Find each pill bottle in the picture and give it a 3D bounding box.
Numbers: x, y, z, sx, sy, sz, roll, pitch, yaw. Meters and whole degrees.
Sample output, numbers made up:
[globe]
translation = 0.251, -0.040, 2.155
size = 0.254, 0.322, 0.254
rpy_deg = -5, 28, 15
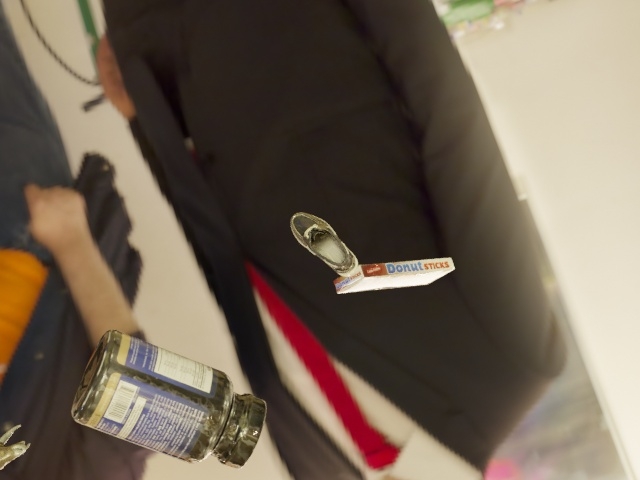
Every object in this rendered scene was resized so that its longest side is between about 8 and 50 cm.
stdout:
[pill bottle]
translation = -0.185, 0.203, 1.477
size = 0.219, 0.122, 0.123
rpy_deg = 24, 152, -14

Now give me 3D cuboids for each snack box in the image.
[snack box]
translation = 0.107, 0.050, 1.698
size = 0.178, 0.022, 0.064
rpy_deg = -4, 161, -39

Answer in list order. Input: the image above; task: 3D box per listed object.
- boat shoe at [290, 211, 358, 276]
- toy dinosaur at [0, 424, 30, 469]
[boat shoe]
translation = 0.000, 0.000, 1.612
size = 0.046, 0.125, 0.038
rpy_deg = -42, 151, 0
[toy dinosaur]
translation = -0.646, 0.358, 1.937
size = 0.314, 0.121, 0.160
rpy_deg = 15, -164, -9
